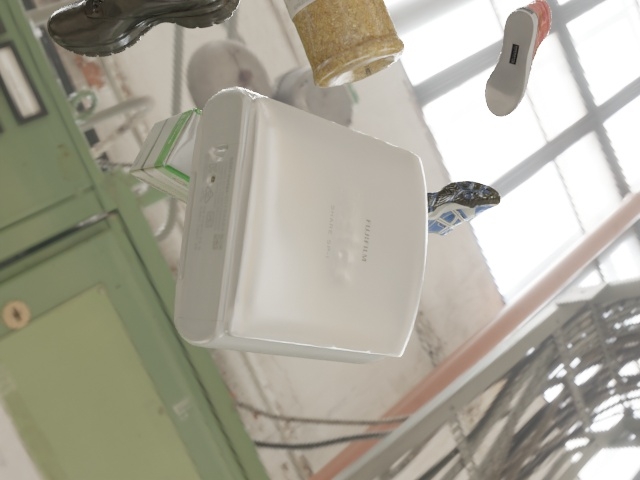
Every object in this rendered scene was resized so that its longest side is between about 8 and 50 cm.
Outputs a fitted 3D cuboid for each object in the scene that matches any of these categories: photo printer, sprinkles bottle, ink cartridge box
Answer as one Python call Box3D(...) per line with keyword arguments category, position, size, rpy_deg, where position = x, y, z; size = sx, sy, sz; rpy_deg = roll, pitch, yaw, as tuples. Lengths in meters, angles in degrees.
Box3D(category="photo printer", position=(0.000, 0.000, 0.972), size=(0.107, 0.307, 0.256), rpy_deg=(-1, -101, 44))
Box3D(category="sprinkles bottle", position=(-0.014, -0.369, 1.104), size=(0.121, 0.121, 0.356), rpy_deg=(-23, -93, 52))
Box3D(category="ink cartridge box", position=(-0.209, -0.131, 1.661), size=(0.211, 0.122, 0.289), rpy_deg=(29, -9, -22))

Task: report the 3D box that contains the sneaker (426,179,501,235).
Box3D(category="sneaker", position=(0.258, -0.061, 1.814), size=(0.080, 0.211, 0.081), rpy_deg=(-109, -171, -51))

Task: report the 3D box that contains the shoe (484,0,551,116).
Box3D(category="shoe", position=(0.307, -0.279, 1.391), size=(0.063, 0.081, 0.178), rpy_deg=(26, -51, 24))

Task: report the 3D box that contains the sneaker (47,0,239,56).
Box3D(category="sneaker", position=(-0.266, -0.361, 1.314), size=(0.130, 0.286, 0.109), rpy_deg=(69, 4, -59))
